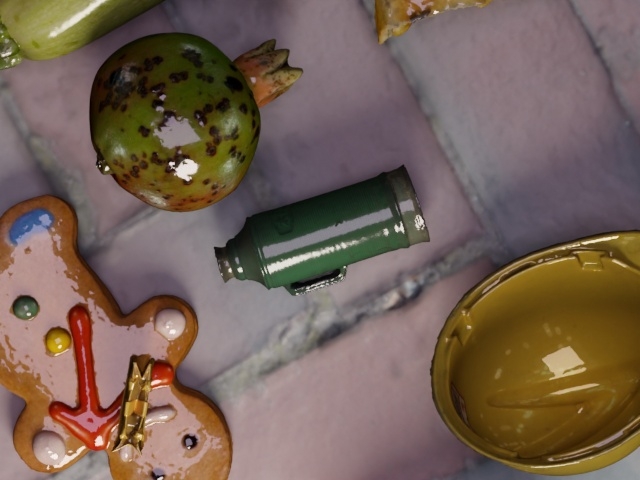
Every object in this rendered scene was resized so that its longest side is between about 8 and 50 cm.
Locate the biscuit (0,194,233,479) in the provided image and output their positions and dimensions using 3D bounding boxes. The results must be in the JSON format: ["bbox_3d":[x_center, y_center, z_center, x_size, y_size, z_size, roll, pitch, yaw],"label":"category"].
[{"bbox_3d":[-0.205,0.115,1.796,0.205,0.049,0.324,-40,94,-1],"label":"biscuit"}]

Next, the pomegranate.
[{"bbox_3d":[-0.109,-0.112,1.747,0.205,0.159,0.159,-31,92,-26],"label":"pomegranate"}]

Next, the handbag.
[{"bbox_3d":[-0.162,0.143,1.745,0.027,0.061,0.083,9,93,-4],"label":"handbag"}]

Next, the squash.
[{"bbox_3d":[-0.208,-0.234,1.766,0.287,0.137,0.137,-33,92,12],"label":"squash"}]

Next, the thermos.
[{"bbox_3d":[-0.001,-0.005,1.791,0.188,0.083,0.073,-17,70,0],"label":"thermos"}]

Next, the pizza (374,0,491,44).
[{"bbox_3d":[0.159,-0.328,1.780,0.182,0.074,0.365,23,92,-4],"label":"pizza"}]

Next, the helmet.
[{"bbox_3d":[0.231,0.119,1.762,0.257,0.140,0.205,-27,58,1],"label":"helmet"}]
